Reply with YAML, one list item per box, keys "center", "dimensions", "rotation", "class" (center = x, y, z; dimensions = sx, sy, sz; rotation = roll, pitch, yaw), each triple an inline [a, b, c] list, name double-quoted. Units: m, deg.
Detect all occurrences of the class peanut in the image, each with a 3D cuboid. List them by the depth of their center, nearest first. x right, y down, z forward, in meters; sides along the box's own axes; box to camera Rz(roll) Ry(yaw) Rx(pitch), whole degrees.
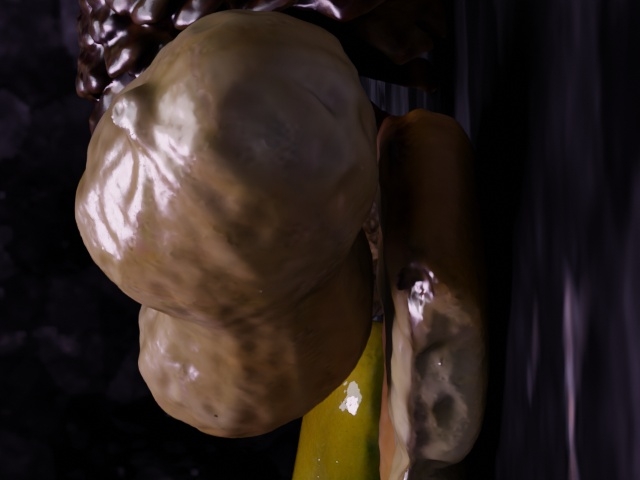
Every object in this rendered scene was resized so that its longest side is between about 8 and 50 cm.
- center: [-0.031, 0.002, 0.748]
  dimensions: [0.263, 0.117, 0.101]
  rotation: [83, -156, -60]
  class: "peanut"

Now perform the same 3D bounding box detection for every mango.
- center: [0.029, 0.120, 1.047]
  dimensions: [0.122, 0.085, 0.191]
  rotation: [-74, -4, -57]
  class: "mango"

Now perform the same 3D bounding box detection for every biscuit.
- center: [0.047, 0.087, 0.810]
  dimensions: [0.154, 0.045, 0.299]
  rotation: [-95, 3, -62]
  class: "biscuit"

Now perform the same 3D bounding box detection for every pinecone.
- center: [-0.032, -0.123, 0.968]
  dimensions: [0.229, 0.201, 0.202]
  rotation: [-46, 8, 39]
  class: "pinecone"

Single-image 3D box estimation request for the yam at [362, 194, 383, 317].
- center: [-0.002, 0.001, 1.294]
  dimensions: [0.129, 0.128, 0.238]
  rotation: [55, -176, 1]
  class: "yam"
